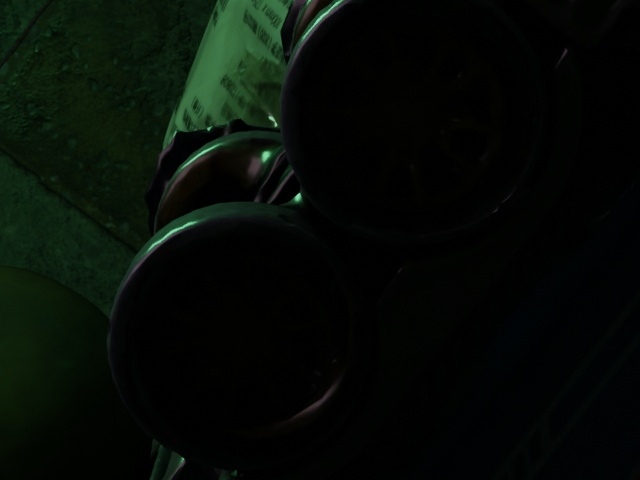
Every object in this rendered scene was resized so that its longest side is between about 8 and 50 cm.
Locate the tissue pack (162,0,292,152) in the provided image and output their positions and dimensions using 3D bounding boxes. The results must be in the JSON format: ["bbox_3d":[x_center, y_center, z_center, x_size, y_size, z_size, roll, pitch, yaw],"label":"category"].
[{"bbox_3d":[-0.006,-0.109,1.467,0.390,0.195,0.375,-63,8,15],"label":"tissue pack"}]

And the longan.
[{"bbox_3d":[-0.315,0.169,1.769,0.319,0.319,0.319,-53,6,8],"label":"longan"}]

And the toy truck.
[{"bbox_3d":[0.076,-0.026,0.453,0.367,0.175,0.146,-53,7,11],"label":"toy truck"}]
